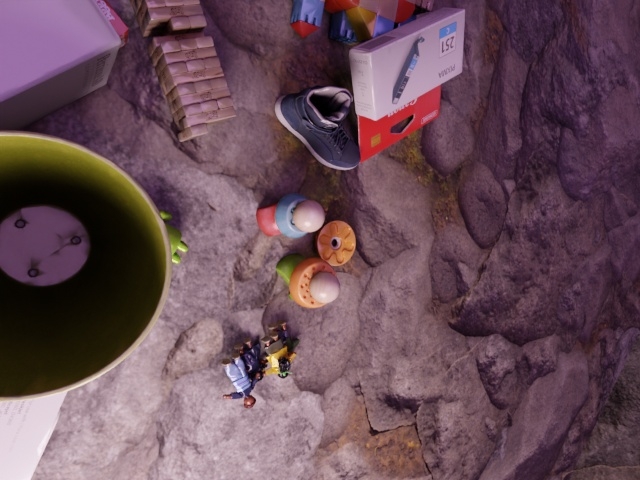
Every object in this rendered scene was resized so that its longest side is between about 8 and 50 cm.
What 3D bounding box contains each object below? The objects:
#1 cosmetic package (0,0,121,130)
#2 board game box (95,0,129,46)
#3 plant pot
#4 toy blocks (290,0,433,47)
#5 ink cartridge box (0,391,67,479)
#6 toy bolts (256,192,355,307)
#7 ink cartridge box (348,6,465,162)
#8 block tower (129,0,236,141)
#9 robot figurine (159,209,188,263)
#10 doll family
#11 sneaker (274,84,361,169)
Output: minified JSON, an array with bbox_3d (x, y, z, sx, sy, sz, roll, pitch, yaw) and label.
[{"bbox_3d":[-0.494,-0.178,0.498,0.453,0.230,0.161,-41,113,-21],"label":"cosmetic package"},{"bbox_3d":[-0.379,-0.406,0.582,0.027,0.145,0.281,-41,118,-8],"label":"board game box"},{"bbox_3d":[-0.366,0.020,0.551,0.275,0.293,0.274,-2,95,-30],"label":"plant pot"},{"bbox_3d":[0.100,-0.529,0.877,0.381,0.191,0.260,2,104,-32],"label":"toy blocks"},{"bbox_3d":[-0.502,0.220,0.541,0.270,0.198,0.197,24,81,-30],"label":"ink cartridge box"},{"bbox_3d":[0.000,0.000,0.847,0.218,0.158,0.228,-35,111,-24],"label":"toy bolts"},{"bbox_3d":[0.200,-0.335,0.935,0.296,0.066,0.261,-34,136,-24],"label":"ink cartridge box"},{"bbox_3d":[-0.244,-0.347,0.714,0.097,0.091,0.335,-22,105,-27],"label":"block tower"},{"bbox_3d":[-0.289,-0.004,0.727,0.115,0.067,0.101,32,89,-28],"label":"robot figurine"},{"bbox_3d":[-0.116,0.253,0.852,0.193,0.076,0.111,-24,110,-22],"label":"doll family"},{"bbox_3d":[0.032,-0.221,0.849,0.226,0.163,0.086,32,76,-30],"label":"sneaker"}]
